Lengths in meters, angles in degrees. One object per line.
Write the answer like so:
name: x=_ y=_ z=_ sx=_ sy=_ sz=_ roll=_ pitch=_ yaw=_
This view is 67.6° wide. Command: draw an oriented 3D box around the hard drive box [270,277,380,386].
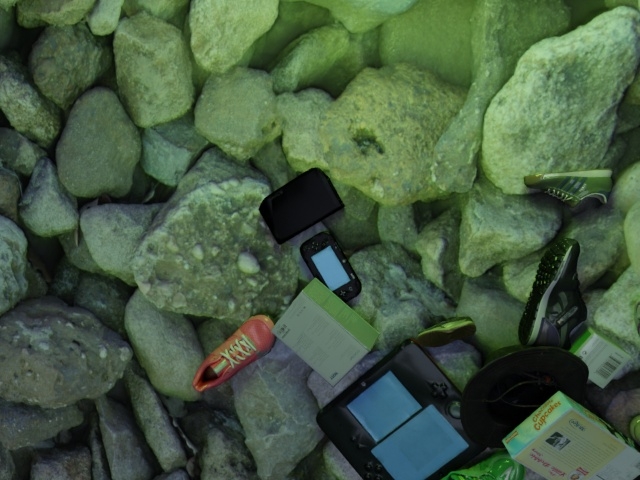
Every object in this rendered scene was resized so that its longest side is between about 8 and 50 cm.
hard drive box: x=0.010 y=0.248 z=1.284 sx=0.232 sy=0.089 sz=0.181 roll=41 pitch=122 yaw=6

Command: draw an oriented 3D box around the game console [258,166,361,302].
game console: x=0.000 y=0.000 z=1.297 sx=0.213 sy=0.044 sz=0.362 roll=-30 pitch=90 yaw=17

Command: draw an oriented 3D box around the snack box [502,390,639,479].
snack box: x=0.615 y=0.504 z=1.140 sx=0.321 sy=0.060 sz=0.187 roll=34 pitch=107 yaw=-18

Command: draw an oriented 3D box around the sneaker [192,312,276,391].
sneaker: x=-0.244 y=0.334 z=1.359 sx=0.314 sy=0.136 sz=0.116 roll=-43 pitch=87 yaw=16

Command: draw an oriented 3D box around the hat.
hat: x=0.472 y=0.353 z=1.165 sx=0.330 sy=0.134 sz=0.332 roll=-2 pitch=118 yaw=-4

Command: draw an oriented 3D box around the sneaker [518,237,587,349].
sneaker: x=0.582 y=0.133 z=1.148 sx=0.124 sy=0.107 sz=0.284 roll=14 pitch=109 yaw=5

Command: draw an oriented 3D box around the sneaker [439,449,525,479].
sneaker: x=0.393 y=0.635 z=1.221 sx=0.295 sy=0.123 sz=0.110 roll=-32 pitch=55 yaw=4

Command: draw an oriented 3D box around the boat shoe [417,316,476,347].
boat shoe: x=0.326 y=0.237 z=1.246 sx=0.152 sy=0.049 sz=0.056 roll=-14 pitch=113 yaw=12

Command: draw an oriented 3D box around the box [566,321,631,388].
box: x=0.655 y=0.273 z=1.146 sx=0.101 sy=0.087 sz=0.101 roll=35 pitch=105 yaw=8

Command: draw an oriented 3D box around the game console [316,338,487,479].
game console: x=0.223 y=0.507 z=1.306 sx=0.386 sy=0.060 sz=0.342 roll=-44 pitch=86 yaw=15

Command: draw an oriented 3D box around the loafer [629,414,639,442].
loafer: x=0.883 y=0.469 z=1.113 sx=0.268 sy=0.092 sz=0.102 roll=-4 pitch=97 yaw=15

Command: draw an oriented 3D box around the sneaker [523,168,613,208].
sneaker: x=0.581 y=-0.118 z=1.119 sx=0.191 sy=0.064 sz=0.086 roll=-3 pitch=92 yaw=12

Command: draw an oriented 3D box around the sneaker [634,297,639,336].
sneaker: x=0.850 y=0.230 z=1.094 sx=0.152 sy=0.114 sz=0.305 roll=-41 pitch=92 yaw=3
